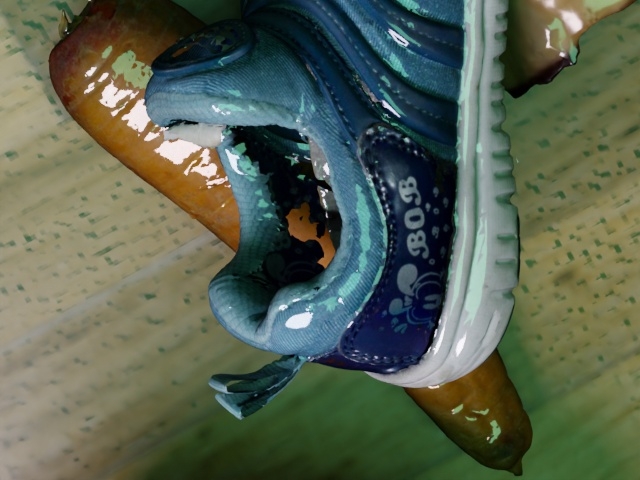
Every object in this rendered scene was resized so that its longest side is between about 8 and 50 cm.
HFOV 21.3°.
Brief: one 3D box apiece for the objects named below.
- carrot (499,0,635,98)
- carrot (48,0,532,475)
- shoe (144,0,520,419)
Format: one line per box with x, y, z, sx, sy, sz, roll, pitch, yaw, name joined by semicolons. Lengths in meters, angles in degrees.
0.032;-0.178;0.565;0.102;0.102;0.263;-34;102;0;carrot
0.000;0.000;0.616;0.059;0.059;0.248;-46;106;3;carrot
0.000;-0.051;0.535;0.106;0.091;0.207;-4;90;-35;shoe
